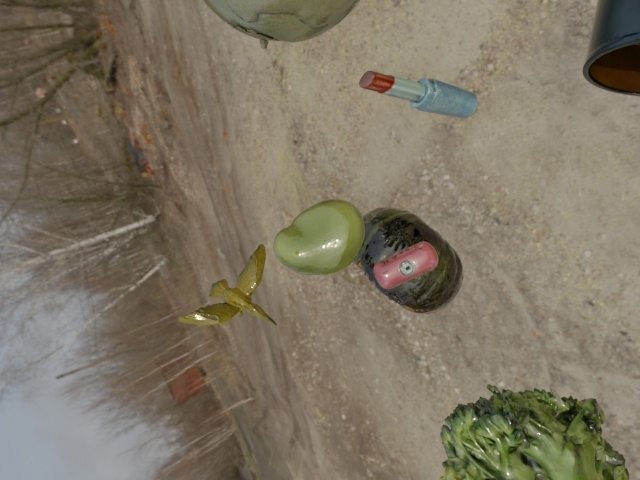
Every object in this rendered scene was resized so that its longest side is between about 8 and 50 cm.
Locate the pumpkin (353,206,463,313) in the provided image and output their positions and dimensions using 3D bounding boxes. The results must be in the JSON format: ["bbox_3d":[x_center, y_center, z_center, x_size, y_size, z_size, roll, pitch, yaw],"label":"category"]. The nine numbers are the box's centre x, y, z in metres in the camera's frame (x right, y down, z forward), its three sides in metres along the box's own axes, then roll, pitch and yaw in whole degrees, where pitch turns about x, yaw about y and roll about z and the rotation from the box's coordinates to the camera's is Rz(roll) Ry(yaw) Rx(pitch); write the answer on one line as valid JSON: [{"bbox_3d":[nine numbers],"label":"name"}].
[{"bbox_3d":[0.206,0.048,1.164,0.320,0.192,0.320,44,-178,-2],"label":"pumpkin"}]

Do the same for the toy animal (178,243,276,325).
[{"bbox_3d":[-0.151,0.121,0.954,0.155,0.219,0.095,39,160,-2],"label":"toy animal"}]

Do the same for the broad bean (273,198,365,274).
[{"bbox_3d":[0.000,0.000,0.410,0.063,0.083,0.045,66,-167,16],"label":"broad bean"}]

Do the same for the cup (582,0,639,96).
[{"bbox_3d":[0.551,-0.416,0.745,0.242,0.308,0.292,-169,91,-67],"label":"cup"}]

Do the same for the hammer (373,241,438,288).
[{"bbox_3d":[0.109,0.032,0.606,0.043,0.083,0.043,-25,-90,-84],"label":"hammer"}]

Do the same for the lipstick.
[{"bbox_3d":[0.204,-0.305,0.985,0.068,0.274,0.061,-42,51,53],"label":"lipstick"}]

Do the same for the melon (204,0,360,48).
[{"bbox_3d":[-0.045,-0.397,0.551,0.268,0.269,0.330,38,128,51],"label":"melon"}]

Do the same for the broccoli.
[{"bbox_3d":[0.292,0.330,0.608,0.245,0.288,0.247,-74,-8,-69],"label":"broccoli"}]
